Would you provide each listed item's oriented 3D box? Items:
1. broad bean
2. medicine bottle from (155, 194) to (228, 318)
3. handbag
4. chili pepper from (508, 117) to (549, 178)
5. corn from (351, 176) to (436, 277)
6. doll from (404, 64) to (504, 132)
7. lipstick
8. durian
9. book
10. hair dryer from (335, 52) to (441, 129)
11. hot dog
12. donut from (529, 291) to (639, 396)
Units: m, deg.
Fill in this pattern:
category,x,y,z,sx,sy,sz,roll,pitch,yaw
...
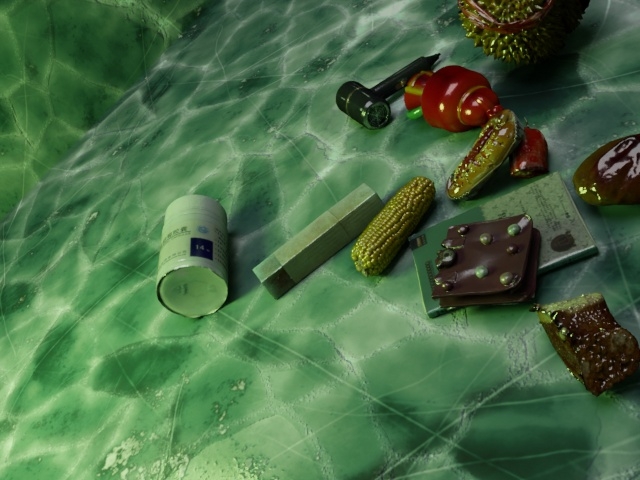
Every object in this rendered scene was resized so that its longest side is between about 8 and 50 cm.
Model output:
category,x,y,z,sx,sy,sz,roll,pitch,yaw
broad bean,0.641,-0.140,1.536,0.229,0.122,0.156,-23,55,25
medicine bottle,-0.350,0.034,2.070,0.190,0.190,0.332,-26,37,13
handbag,0.343,0.042,1.558,0.216,0.074,0.203,-7,46,33
chili pepper,0.494,-0.225,1.776,0.084,0.086,0.192,-40,34,46
corn,0.171,-0.032,1.806,0.102,0.101,0.310,11,56,45
doll,0.361,-0.377,1.989,0.183,0.160,0.363,-41,37,-10
lipstick,0.000,0.000,1.924,0.372,0.079,0.076,-37,35,-4
durian,0.531,-0.637,1.958,0.348,0.384,0.347,-32,31,22
book,0.387,0.008,1.645,0.380,0.031,0.264,-24,38,15
hair dryer,0.234,-0.474,2.264,0.352,0.107,0.189,-34,38,-7
hot dog,0.387,-0.196,1.772,0.252,0.069,0.131,-54,21,20
donut,0.475,0.173,1.332,0.126,0.144,0.186,-24,7,5
